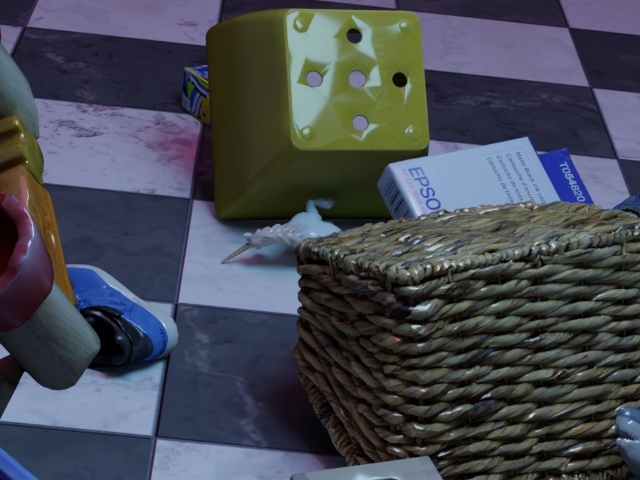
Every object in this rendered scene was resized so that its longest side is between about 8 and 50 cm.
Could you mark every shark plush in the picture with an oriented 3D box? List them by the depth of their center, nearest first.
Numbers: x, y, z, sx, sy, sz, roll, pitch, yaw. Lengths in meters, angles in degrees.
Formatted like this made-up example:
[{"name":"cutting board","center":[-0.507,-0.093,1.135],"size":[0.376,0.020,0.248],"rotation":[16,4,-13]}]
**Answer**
[{"name":"shark plush","center":[0.316,0.177,1.573],"size":[0.161,0.067,0.073],"rotation":[5,-18,-15]}]

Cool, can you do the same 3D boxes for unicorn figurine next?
[{"name":"unicorn figurine","center":[0.000,0.000,1.905],"size":[0.162,0.060,0.111],"rotation":[16,22,23]}]

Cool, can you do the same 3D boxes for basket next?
[{"name":"basket","center":[0.131,0.095,1.619],"size":[0.299,0.223,0.213],"rotation":[-10,13,-30]}]

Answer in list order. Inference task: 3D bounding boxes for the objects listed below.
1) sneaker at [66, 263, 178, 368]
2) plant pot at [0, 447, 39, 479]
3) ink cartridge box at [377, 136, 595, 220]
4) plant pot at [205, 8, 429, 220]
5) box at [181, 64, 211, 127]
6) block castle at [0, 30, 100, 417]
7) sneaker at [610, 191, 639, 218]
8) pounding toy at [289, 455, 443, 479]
[{"name":"sneaker","center":[-0.209,0.068,1.702],"size":[0.152,0.058,0.084],"rotation":[28,23,26]},{"name":"plant pot","center":[-0.271,0.250,1.105],"size":[0.236,0.212,0.236],"rotation":[-14,32,-37]},{"name":"ink cartridge box","center":[0.196,0.006,1.816],"size":[0.224,0.045,0.223],"rotation":[-12,62,-26]},{"name":"plant pot","center":[0.010,-0.142,1.952],"size":[0.212,0.212,0.187],"rotation":[-1,-10,-16]},{"name":"box","center":[-0.095,-0.153,2.220],"size":[0.059,0.054,0.169],"rotation":[-11,30,-33]},{"name":"block castle","center":[-0.399,0.018,1.287],"size":[0.453,0.213,0.303],"rotation":[-22,55,5]},{"name":"sneaker","center":[0.373,0.011,1.982],"size":[0.087,0.083,0.221],"rotation":[-16,25,-16]},{"name":"pounding toy","center":[0.038,0.221,1.376],"size":[0.141,0.130,0.100],"rotation":[-5,39,-24]}]
